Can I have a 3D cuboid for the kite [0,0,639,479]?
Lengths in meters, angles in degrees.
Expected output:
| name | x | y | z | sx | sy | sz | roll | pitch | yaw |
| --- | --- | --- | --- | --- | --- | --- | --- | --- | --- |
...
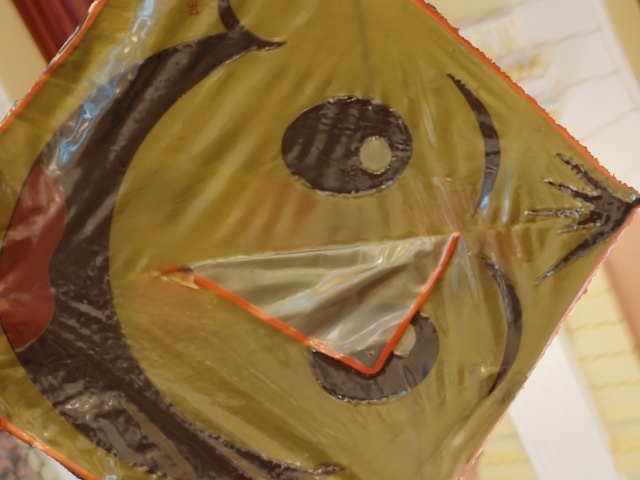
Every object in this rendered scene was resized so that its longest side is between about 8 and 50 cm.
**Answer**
| name | x | y | z | sx | sy | sz | roll | pitch | yaw |
| --- | --- | --- | --- | --- | --- | --- | --- | --- | --- |
| kite | 0.001 | 0.000 | 0.615 | 0.328 | 0.377 | 0.013 | -6 | -178 | -11 |
